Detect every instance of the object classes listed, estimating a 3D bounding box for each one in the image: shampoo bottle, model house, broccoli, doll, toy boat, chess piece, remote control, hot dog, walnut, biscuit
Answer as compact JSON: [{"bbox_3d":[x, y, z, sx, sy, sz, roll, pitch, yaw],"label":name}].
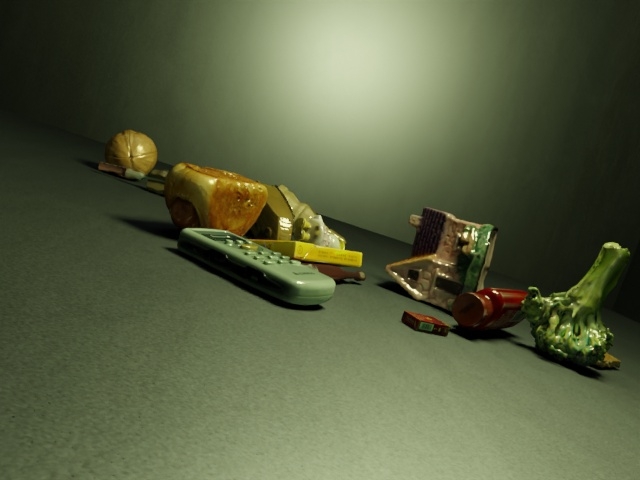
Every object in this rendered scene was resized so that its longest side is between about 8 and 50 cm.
[{"bbox_3d":[0.380,0.154,1.365,0.314,0.118,0.076,9,48,-56],"label":"shampoo bottle"},{"bbox_3d":[0.301,0.047,1.546,0.237,0.237,0.202,16,11,21],"label":"model house"},{"bbox_3d":[0.548,0.129,1.346,0.198,0.275,0.177,10,4,23],"label":"broccoli"},{"bbox_3d":[0.000,0.000,1.602,0.081,0.129,0.207,-10,-24,27],"label":"doll"},{"bbox_3d":[-0.141,-0.058,1.648,0.089,0.121,0.321,16,21,-26],"label":"toy boat"},{"bbox_3d":[-0.045,-0.059,2.040,0.300,0.137,0.137,33,8,8],"label":"chess piece"},{"bbox_3d":[-0.116,0.042,1.094,0.296,0.056,0.140,22,12,33],"label":"remote control"},{"bbox_3d":[-0.231,-0.072,1.328,0.150,0.153,0.256,26,11,24],"label":"hot dog"},{"bbox_3d":[-0.614,-0.278,1.989,0.165,0.165,0.197,17,3,-13],"label":"walnut"},{"bbox_3d":[0.668,0.280,1.517,0.236,0.026,0.131,14,10,-46],"label":"biscuit"}]

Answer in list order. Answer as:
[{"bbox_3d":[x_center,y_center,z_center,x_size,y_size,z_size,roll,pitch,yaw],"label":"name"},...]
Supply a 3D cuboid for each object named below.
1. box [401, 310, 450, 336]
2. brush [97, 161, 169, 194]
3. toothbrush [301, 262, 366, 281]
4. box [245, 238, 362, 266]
[{"bbox_3d":[0.203,0.160,1.182,0.082,0.023,0.051,15,8,-30],"label":"box"},{"bbox_3d":[-0.534,-0.192,1.863,0.300,0.084,0.071,14,7,6],"label":"brush"},{"bbox_3d":[0.011,0.071,1.311,0.040,0.041,0.364,22,7,30],"label":"toothbrush"},{"bbox_3d":[-0.038,0.030,1.355,0.152,0.044,0.269,1,-5,34],"label":"box"}]
